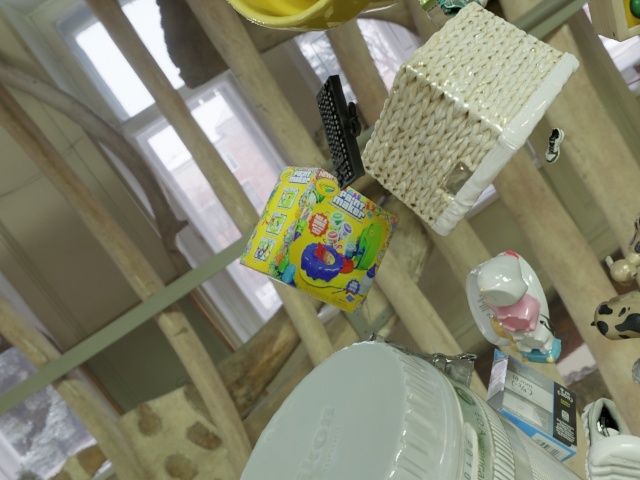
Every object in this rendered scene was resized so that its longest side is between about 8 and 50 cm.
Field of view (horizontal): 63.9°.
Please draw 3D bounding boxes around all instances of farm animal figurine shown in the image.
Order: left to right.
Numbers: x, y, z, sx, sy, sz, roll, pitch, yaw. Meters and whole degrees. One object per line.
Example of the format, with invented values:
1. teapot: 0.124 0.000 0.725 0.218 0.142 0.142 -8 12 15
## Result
1. farm animal figurine: 0.665 0.123 1.016 0.172 0.330 0.326 -12 -24 -20

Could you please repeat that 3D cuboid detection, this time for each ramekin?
1. ramekin: 0.520 0.177 1.466 0.127 0.272 0.273 -16 6 -5

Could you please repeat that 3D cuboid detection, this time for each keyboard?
1. keyboard: 0.033 -0.182 0.849 0.023 0.180 0.108 -9 -12 -28

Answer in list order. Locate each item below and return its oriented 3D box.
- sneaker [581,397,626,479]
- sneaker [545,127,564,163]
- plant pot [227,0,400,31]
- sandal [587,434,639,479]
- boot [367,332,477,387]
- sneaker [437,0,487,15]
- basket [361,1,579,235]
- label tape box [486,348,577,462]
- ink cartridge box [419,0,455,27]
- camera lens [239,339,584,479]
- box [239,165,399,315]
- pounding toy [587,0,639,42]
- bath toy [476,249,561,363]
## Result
1. sneaker: 0.740 0.549 1.316 0.110 0.118 0.292 -3 55 12
2. sneaker: 0.536 -0.220 1.187 0.032 0.037 0.083 11 84 44
3. plant pot: 0.022 -0.394 0.648 0.254 0.253 0.239 -29 -5 39
4. sandal: 0.640 0.533 1.087 0.170 0.416 0.102 -4 34 16
5. boot: 0.177 0.321 1.025 0.091 0.229 0.262 -68 -4 -81
6. sneaker: 0.290 -0.552 1.165 0.076 0.167 0.065 -60 -7 -5
7. basket: 0.293 -0.251 1.081 0.331 0.266 0.328 -49 -9 -31
8. label tape box: 0.654 0.478 1.589 0.333 0.241 0.105 -55 -6 -51
9. ink cartridge box: 0.381 -0.747 1.508 0.189 0.097 0.255 -30 -6 25
10. camera lens: 0.093 0.236 0.397 0.219 0.274 0.219 -46 16 17
11. box: 0.000 0.000 1.311 0.177 0.290 0.279 14 78 55
12. pounding toy: 0.412 -0.376 0.603 0.181 0.206 0.094 -21 27 15
13. bath toy: 0.452 0.152 1.193 0.152 0.348 0.129 -2 51 38
